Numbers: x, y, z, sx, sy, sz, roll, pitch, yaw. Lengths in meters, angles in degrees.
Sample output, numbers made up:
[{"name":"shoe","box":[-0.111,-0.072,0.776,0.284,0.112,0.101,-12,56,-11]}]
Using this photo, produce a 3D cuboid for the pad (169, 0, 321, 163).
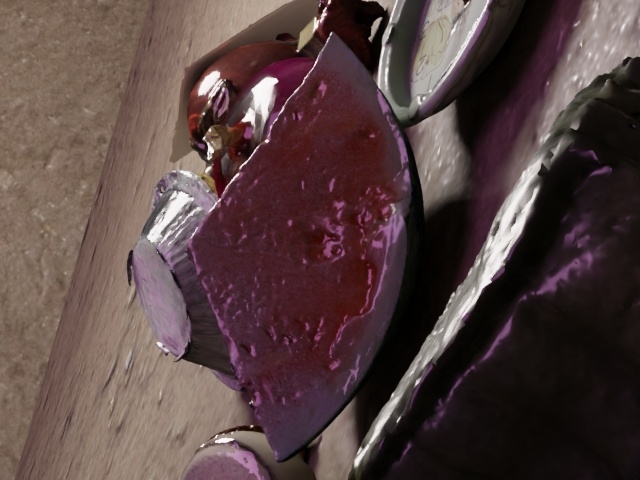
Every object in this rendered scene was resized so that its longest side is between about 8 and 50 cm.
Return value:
[{"name":"pad","box":[-0.076,-0.184,1.622,0.232,0.004,0.156,-38,-22,-35]}]

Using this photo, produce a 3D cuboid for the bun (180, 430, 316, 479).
[{"name":"bun","box":[-0.043,0.218,1.185,0.138,0.094,0.138,0,90,44]}]

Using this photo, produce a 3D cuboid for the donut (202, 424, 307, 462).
[{"name":"donut","box":[-0.086,0.260,1.285,0.141,0.085,0.217,152,133,-68]}]

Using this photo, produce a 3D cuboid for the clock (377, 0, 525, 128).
[{"name":"clock","box":[0.117,-0.192,1.166,0.236,0.053,0.236,-71,17,0]}]

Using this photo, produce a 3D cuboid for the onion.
[{"name":"onion","box":[-0.027,-0.082,1.369,0.177,0.153,0.177,-156,90,-86]}]

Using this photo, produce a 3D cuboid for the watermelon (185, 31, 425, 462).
[{"name":"watermelon","box":[0.000,0.000,1.153,0.260,0.176,0.256,-50,28,8]}]

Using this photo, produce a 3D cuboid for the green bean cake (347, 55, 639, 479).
[{"name":"green bean cake","box":[0.115,0.038,0.629,0.222,0.125,0.227,-60,-7,32]}]

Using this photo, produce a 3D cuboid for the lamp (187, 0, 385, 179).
[{"name":"lamp","box":[-0.049,-0.147,1.516,0.215,0.151,0.223,-19,52,66]}]

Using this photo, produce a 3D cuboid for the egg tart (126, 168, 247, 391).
[{"name":"egg tart","box":[-0.125,0.045,1.491,0.234,0.094,0.234,43,143,45]}]
